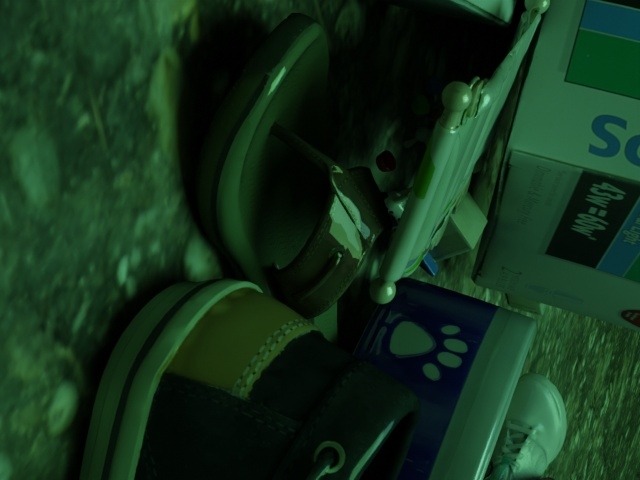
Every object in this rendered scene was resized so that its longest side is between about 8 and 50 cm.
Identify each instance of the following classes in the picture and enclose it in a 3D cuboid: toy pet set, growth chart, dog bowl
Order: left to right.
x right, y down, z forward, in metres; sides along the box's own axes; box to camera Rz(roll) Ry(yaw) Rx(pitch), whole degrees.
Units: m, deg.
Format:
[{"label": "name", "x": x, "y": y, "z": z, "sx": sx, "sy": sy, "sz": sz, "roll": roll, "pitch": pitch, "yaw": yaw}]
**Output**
[{"label": "dog bowl", "x": 0.064, "y": 0.164, "z": 0.890, "sx": 0.265, "sy": 0.104, "sz": 0.265, "roll": 19, "pitch": 90, "yaw": -79}, {"label": "toy pet set", "x": 0.071, "y": -0.040, "z": 0.923, "sx": 0.114, "sy": 0.065, "sz": 0.122, "roll": 55, "pitch": 41, "yaw": -18}, {"label": "growth chart", "x": 0.088, "y": -0.057, "z": 0.748, "sx": 0.237, "sy": 0.021, "sz": 0.172, "roll": -50, "pitch": 164, "yaw": -56}]

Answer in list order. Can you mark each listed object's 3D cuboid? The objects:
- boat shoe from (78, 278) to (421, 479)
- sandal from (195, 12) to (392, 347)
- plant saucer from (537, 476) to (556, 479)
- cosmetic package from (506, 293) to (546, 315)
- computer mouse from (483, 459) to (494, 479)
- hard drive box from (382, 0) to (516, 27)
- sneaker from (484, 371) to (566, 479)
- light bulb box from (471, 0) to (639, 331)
[{"label": "boat shoe", "x": -0.054, "y": 0.270, "z": 0.671, "sx": 0.187, "sy": 0.156, "sz": 0.500, "roll": -24, "pitch": 128, "yaw": -65}, {"label": "sandal", "x": 0.001, "y": 0.000, "z": 0.709, "sx": 0.120, "sy": 0.086, "sz": 0.303, "roll": -57, "pitch": 152, "yaw": -38}, {"label": "plant saucer", "x": 0.221, "y": 0.443, "z": 1.461, "sx": 0.332, "sy": 0.084, "sz": 0.332, "roll": -43, "pitch": 149, "yaw": -34}, {"label": "cosmetic package", "x": 0.229, "y": 0.031, "z": 1.350, "sx": 0.060, "sy": 0.041, "sz": 0.115, "roll": -67, "pitch": 157, "yaw": -18}, {"label": "computer mouse", "x": 0.158, "y": 0.216, "z": 1.306, "sx": 0.106, "sy": 0.042, "sz": 0.193, "roll": -49, "pitch": 153, "yaw": -39}, {"label": "hard drive box", "x": 0.078, "y": -0.255, "z": 0.722, "sx": 0.181, "sy": 0.089, "sz": 0.232, "roll": -4, "pitch": 107, "yaw": -68}, {"label": "sneaker", "x": 0.234, "y": 0.265, "z": 1.487, "sx": 0.094, "sy": 0.080, "sz": 0.212, "roll": -14, "pitch": 119, "yaw": -53}, {"label": "light bulb box", "x": 0.280, "y": -0.143, "z": 0.985, "sx": 0.358, "sy": 0.225, "sz": 0.361, "roll": 81, "pitch": 25, "yaw": -73}]
